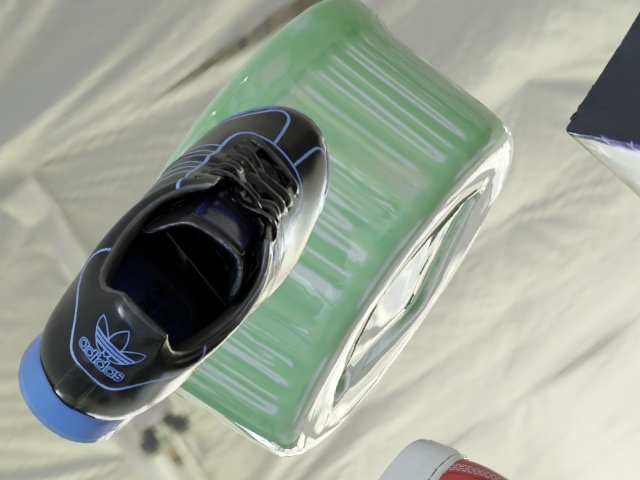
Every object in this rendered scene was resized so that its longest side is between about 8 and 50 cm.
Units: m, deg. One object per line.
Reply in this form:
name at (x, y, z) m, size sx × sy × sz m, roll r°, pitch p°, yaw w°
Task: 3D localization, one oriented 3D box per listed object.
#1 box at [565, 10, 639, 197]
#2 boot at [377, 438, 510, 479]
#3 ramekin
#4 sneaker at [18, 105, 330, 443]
box at (0.254, 0.000, 0.646) m, size 0.261 × 0.184 × 0.103 m, roll 37°, pitch -96°, yaw -30°
boot at (0.058, 0.214, 0.735) m, size 0.244 × 0.176 × 0.088 m, roll -48°, pitch -33°, yaw -30°
ramekin at (0.000, 0.000, 1.106) m, size 0.303 × 0.148 × 0.303 m, roll -51°, pitch -13°, yaw -16°
sneaker at (-0.045, -0.002, 0.744) m, size 0.090 × 0.081 × 0.232 m, roll -41°, pitch 9°, yaw 44°
